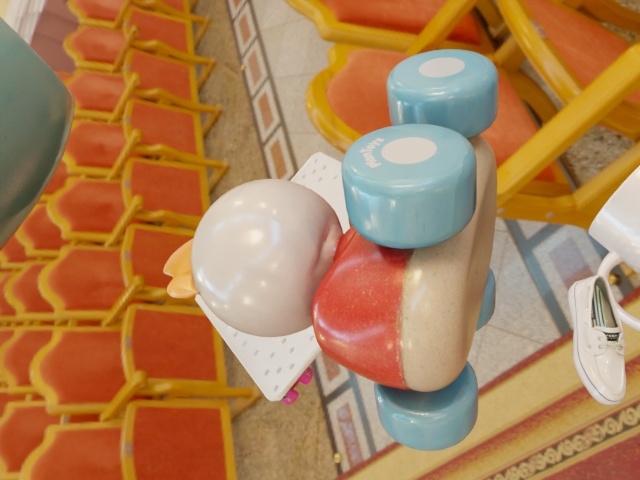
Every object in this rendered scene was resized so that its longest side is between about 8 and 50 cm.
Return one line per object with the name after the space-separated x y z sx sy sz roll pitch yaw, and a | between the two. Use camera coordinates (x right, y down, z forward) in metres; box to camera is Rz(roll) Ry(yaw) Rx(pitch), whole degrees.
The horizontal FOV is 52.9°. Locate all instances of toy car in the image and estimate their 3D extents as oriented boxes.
0.000 0.000 0.467 0.210 0.238 0.219 -63 -29 -47 | toy car

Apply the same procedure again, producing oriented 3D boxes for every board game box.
-0.028 0.045 1.161 0.390 0.050 0.390 -50 36 -2 | board game box

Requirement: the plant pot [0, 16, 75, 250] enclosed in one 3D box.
-0.379 -0.113 0.594 0.235 0.293 0.293 -50 30 -12 | plant pot

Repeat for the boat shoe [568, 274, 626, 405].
0.487 0.169 1.123 0.075 0.083 0.226 113 151 -64 | boat shoe

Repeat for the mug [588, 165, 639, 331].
0.744 0.025 1.319 0.374 0.276 0.328 -48 65 8 | mug
